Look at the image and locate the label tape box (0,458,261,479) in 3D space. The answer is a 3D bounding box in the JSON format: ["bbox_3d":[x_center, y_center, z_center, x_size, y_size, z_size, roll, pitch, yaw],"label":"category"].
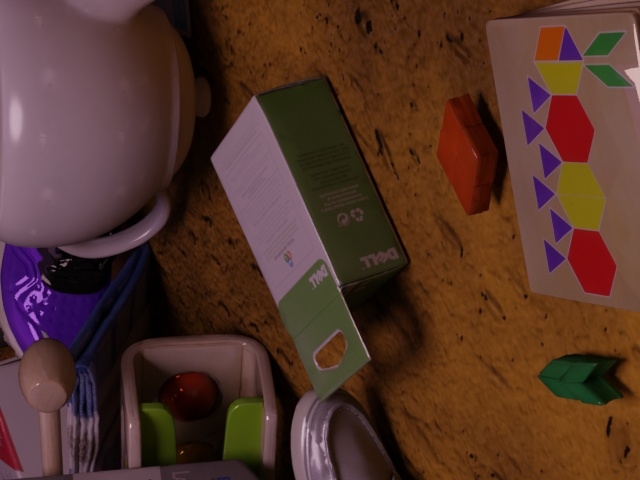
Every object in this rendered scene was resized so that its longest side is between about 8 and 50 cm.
[{"bbox_3d":[-0.114,0.309,1.352,0.106,0.333,0.241,-107,16,-58],"label":"label tape box"}]

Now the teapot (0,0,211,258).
[{"bbox_3d":[-0.182,-0.109,1.336,0.256,0.187,0.253,-179,87,-71],"label":"teapot"}]

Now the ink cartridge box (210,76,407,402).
[{"bbox_3d":[0.000,0.000,1.195,0.209,0.062,0.109,66,152,13],"label":"ink cartridge box"}]

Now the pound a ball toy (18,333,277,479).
[{"bbox_3d":[-0.150,0.199,1.426,0.136,0.208,0.319,-105,15,-54],"label":"pound a ball toy"}]

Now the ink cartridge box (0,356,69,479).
[{"bbox_3d":[-0.323,0.267,1.861,0.226,0.131,0.306,67,153,9],"label":"ink cartridge box"}]

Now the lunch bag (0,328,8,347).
[{"bbox_3d":[-0.529,0.013,1.964,0.305,0.256,0.213,52,146,35],"label":"lunch bag"}]

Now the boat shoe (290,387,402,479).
[{"bbox_3d":[0.050,0.213,1.220,0.081,0.079,0.228,-12,99,53],"label":"boat shoe"}]

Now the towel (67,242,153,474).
[{"bbox_3d":[-0.191,0.173,1.551,0.034,0.209,0.285,9,121,10],"label":"towel"}]

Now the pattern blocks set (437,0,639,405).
[{"bbox_3d":[0.154,-0.052,0.921,0.285,0.026,0.325,23,125,56],"label":"pattern blocks set"}]

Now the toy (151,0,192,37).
[{"bbox_3d":[-0.195,-0.258,1.416,0.237,0.056,0.137,30,131,53],"label":"toy"}]

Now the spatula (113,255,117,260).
[{"bbox_3d":[-0.229,0.083,1.626,0.030,0.084,0.296,-137,38,-76],"label":"spatula"}]

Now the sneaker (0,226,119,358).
[{"bbox_3d":[-0.232,-0.021,1.516,0.146,0.102,0.293,-21,69,55],"label":"sneaker"}]
